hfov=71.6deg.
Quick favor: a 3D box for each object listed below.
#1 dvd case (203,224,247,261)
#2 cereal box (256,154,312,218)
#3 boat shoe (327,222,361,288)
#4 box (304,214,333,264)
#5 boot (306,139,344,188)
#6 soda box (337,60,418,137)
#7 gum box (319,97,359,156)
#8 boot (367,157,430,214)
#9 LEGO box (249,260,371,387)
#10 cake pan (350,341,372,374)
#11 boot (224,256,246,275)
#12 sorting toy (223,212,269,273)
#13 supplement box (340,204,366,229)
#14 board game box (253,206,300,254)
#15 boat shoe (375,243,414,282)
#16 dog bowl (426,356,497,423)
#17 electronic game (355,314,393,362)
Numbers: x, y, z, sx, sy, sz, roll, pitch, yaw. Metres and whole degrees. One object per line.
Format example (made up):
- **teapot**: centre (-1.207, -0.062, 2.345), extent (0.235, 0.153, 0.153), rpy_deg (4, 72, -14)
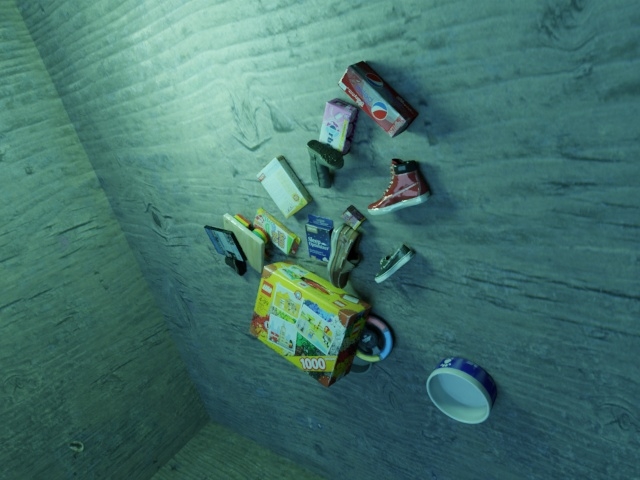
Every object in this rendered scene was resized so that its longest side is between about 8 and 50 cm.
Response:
- **dvd case**: centre (-0.493, 0.013, 2.291), extent (0.253, 0.022, 0.180), rpy_deg (12, 133, 44)
- **cereal box**: centre (-0.160, -0.232, 1.945), extent (0.173, 0.047, 0.240), rpy_deg (-30, 95, 47)
- **boat shoe**: centre (0.107, 0.082, 1.877), extent (0.117, 0.123, 0.324), rpy_deg (22, 132, 26)
- **box**: centre (0.000, 0.000, 1.974), extent (0.137, 0.036, 0.225), rpy_deg (15, 125, 34)
- **boot**: centre (0.020, -0.267, 1.694), extent (0.189, 0.076, 0.208), rpy_deg (45, 155, 30)
- **soda box**: centre (0.187, -0.462, 1.452), extent (0.263, 0.092, 0.083), rpy_deg (47, 137, 6)
- **gum box**: centre (0.066, -0.413, 1.613), extent (0.107, 0.062, 0.188), rpy_deg (32, 134, 21)
- **boot**: centre (0.251, -0.195, 1.587), extent (0.244, 0.088, 0.176), rpy_deg (-18, 104, 38)
- **LEGO box**: centre (-0.061, 0.370, 2.062), extent (0.500, 0.193, 0.372), rpy_deg (26, 112, 31)
- **cake pan**: centre (0.140, 0.530, 2.199), extent (0.293, 0.054, 0.293), rpy_deg (22, 130, 29)
- **boot**: centre (-0.482, 0.090, 2.433), extent (0.137, 0.077, 0.197), rpy_deg (29, 132, 31)
- **sorting toy**: centre (-0.358, 0.000, 2.219), extent (0.255, 0.089, 0.257), rpy_deg (36, 147, 18)
- **supplement box**: centre (0.132, -0.093, 1.789), extent (0.083, 0.043, 0.055), rpy_deg (45, 138, 7)
- **board game box**: centre (-0.213, -0.038, 2.137), extent (0.259, 0.039, 0.124), rpy_deg (36, 137, 13)
- **boat shoe**: centre (0.280, 0.090, 1.765), extent (0.070, 0.078, 0.219), rpy_deg (47, 130, 5)
- **dog bowl**: centre (0.581, 0.618, 1.835), extent (0.265, 0.104, 0.264), rpy_deg (22, 129, 29)
- **electronic game**: centre (0.222, 0.448, 2.026), extent (0.230, 0.048, 0.229), rpy_deg (5, 102, 25)
